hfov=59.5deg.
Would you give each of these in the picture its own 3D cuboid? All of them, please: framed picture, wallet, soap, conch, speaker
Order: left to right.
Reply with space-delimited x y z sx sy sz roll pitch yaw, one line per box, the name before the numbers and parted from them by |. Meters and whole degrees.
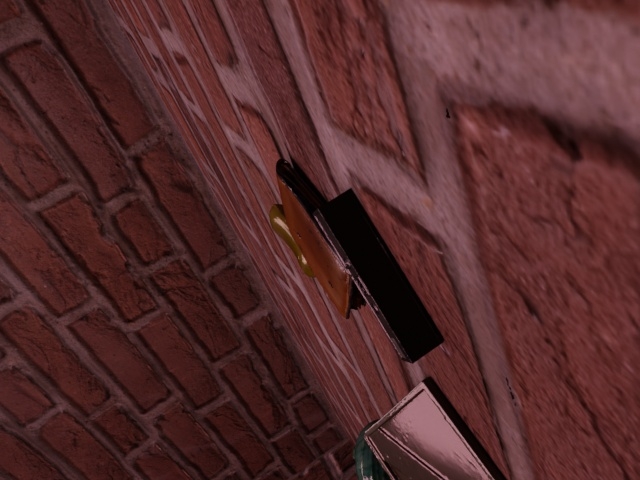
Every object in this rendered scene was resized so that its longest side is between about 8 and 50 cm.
soap | -0.038 -0.001 0.926 0.140 0.045 0.089 53 171 18
wallet | 0.003 -0.001 0.778 0.195 0.042 0.161 55 164 27
speaker | 0.060 0.039 0.606 0.191 0.046 0.040 59 170 0
conch | 0.149 0.446 1.116 0.196 0.134 0.202 12 -159 -44
framed picture | 0.171 0.333 0.745 0.260 0.023 0.189 53 139 23
